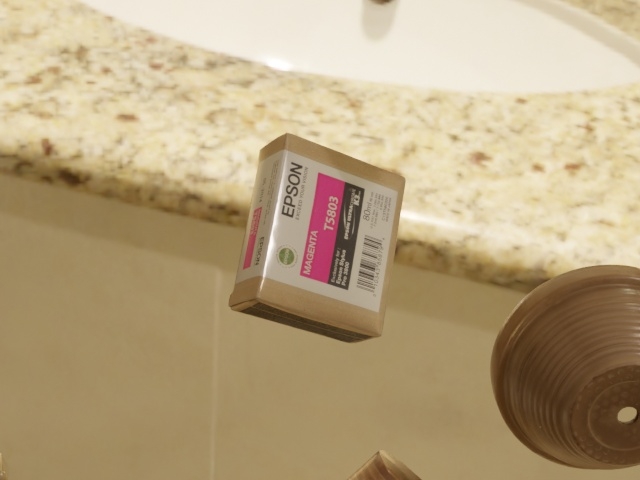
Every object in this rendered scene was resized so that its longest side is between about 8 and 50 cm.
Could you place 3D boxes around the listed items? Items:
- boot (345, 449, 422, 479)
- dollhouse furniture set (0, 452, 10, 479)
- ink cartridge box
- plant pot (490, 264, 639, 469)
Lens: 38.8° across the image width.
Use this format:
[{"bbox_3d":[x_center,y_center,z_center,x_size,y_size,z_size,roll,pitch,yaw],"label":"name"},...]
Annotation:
[{"bbox_3d":[0.056,0.295,0.535,0.283,0.220,0.109,42,4,6],"label":"boot"},{"bbox_3d":[-0.422,0.195,0.663,0.303,0.356,0.174,-8,52,-6],"label":"dollhouse furniture set"},{"bbox_3d":[0.000,0.000,1.216,0.193,0.088,0.235,18,71,-25],"label":"ink cartridge box"},{"bbox_3d":[0.303,0.153,0.942,0.237,0.238,0.110,6,21,-3],"label":"plant pot"}]
